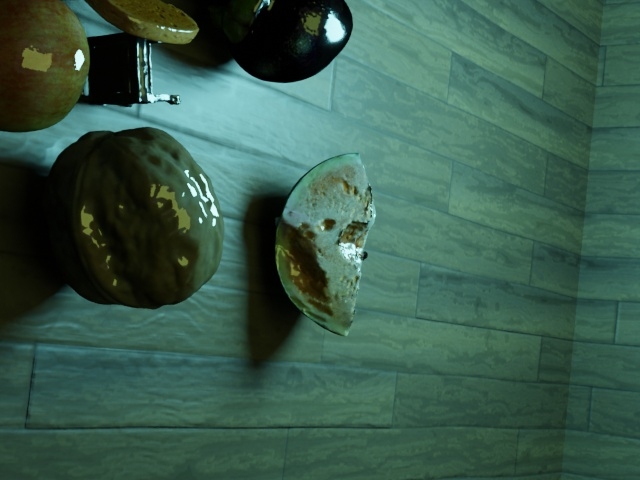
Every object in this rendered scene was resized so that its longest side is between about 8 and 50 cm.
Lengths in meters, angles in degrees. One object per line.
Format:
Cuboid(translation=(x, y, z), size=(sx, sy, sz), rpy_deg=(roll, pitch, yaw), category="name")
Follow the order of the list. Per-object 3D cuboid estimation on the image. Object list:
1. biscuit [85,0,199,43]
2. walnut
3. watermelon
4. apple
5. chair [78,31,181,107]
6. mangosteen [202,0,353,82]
Cuboid(translation=(-0.280, -0.350, 1.664), size=(0.186, 0.192, 0.036), rpy_deg=(-6, 137, -56), category="biscuit")
Cuboid(translation=(-0.263, -0.028, 1.620), size=(0.227, 0.273, 0.273), rpy_deg=(-92, 168, -67), category="walnut")
Cuboid(translation=(-0.006, -0.002, 2.102), size=(0.188, 0.175, 0.322), rpy_deg=(162, -58, -81), category="watermelon")
Cuboid(translation=(-0.399, -0.233, 1.476), size=(0.173, 0.188, 0.188), rpy_deg=(-8, 99, -49), category="apple")
Cuboid(translation=(-0.318, -0.248, 1.659), size=(0.229, 0.113, 0.106), rpy_deg=(-9, 97, -57), category="chair")
Cuboid(translation=(-0.073, -0.372, 1.903), size=(0.243, 0.242, 0.243), rpy_deg=(-5, 97, -54), category="mangosteen")
